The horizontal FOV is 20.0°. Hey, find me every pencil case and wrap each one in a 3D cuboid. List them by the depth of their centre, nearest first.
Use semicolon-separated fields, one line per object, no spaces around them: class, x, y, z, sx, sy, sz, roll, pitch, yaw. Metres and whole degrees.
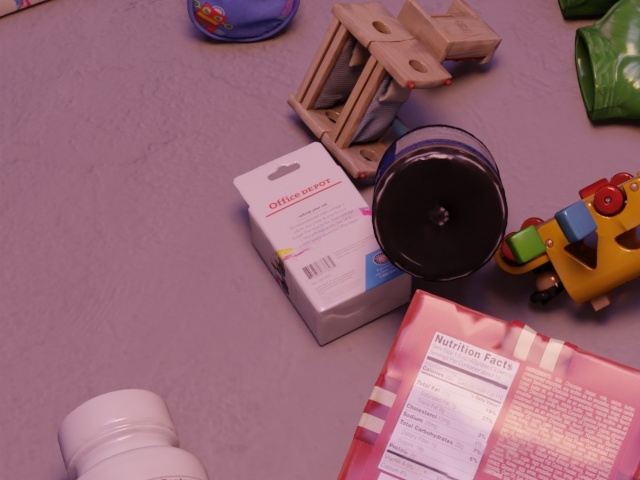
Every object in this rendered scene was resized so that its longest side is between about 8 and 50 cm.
pencil case;-0.092;-0.365;1.986;0.119;0.133;0.306;10;52;-22

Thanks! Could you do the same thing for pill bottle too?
pill bottle;-0.148;0.248;1.547;0.131;0.131;0.229;-17;55;-10
pill bottle;0.110;-0.042;1.696;0.123;0.123;0.219;1;12;3

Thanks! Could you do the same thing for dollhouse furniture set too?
dollhouse furniture set;0.092;-0.158;1.859;0.184;0.129;0.129;-9;49;-42

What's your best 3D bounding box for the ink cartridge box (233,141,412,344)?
ink cartridge box;0.000;0.000;1.762;0.104;0.061;0.181;-25;58;-16

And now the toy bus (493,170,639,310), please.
toy bus;0.251;0.012;1.717;0.191;0.202;0.104;-28;90;-23

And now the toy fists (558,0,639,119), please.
toy fists;0.335;-0.245;1.909;0.142;0.096;0.279;-5;53;-3

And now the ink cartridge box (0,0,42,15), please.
ink cartridge box;-0.373;-0.355;1.994;0.278;0.117;0.201;-22;57;-13

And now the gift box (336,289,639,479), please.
gift box;0.132;0.219;1.492;0.255;0.258;0.276;25;78;16
